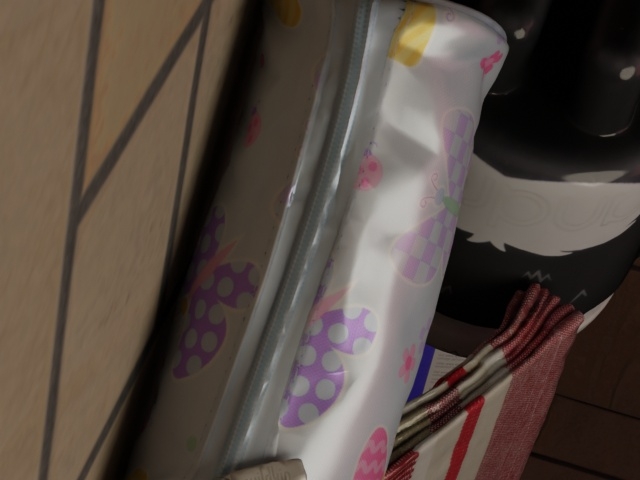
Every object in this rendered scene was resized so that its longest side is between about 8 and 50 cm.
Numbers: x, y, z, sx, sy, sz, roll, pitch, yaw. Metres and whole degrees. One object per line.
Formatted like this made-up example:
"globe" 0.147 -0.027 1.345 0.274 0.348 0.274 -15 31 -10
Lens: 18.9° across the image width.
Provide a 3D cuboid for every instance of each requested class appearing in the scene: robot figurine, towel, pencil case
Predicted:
"robot figurine" 0.110 -0.053 1.066 0.173 0.209 0.278 -23 152 -24
"towel" 0.000 0.176 1.034 0.329 0.037 0.237 -36 156 -26
"pencil case" -0.006 0.016 0.842 0.124 0.113 0.273 22 84 -65

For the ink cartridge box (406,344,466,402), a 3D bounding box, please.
"ink cartridge box" 0.093 0.049 1.486 0.045 0.206 0.208 -97 -163 -50
